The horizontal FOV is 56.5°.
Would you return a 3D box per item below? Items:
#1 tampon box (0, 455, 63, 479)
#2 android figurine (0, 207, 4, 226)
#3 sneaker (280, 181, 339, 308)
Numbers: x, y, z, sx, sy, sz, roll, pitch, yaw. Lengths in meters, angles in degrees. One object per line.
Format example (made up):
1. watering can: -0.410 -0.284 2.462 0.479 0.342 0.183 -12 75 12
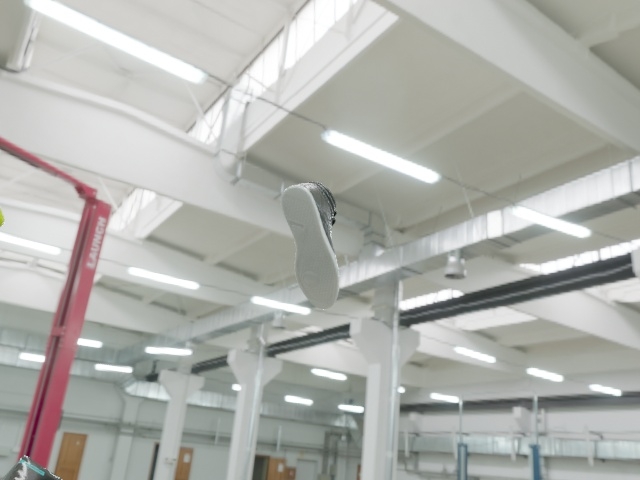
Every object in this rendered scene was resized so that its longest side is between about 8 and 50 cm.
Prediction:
1. tampon box: -0.317 0.333 0.620 0.120 0.101 0.161 43 2 -14
2. android figurine: -0.687 -0.052 1.057 0.056 0.273 0.248 -33 -10 30
3. sneaker: 0.000 0.000 1.349 0.104 0.296 0.147 -6 18 23
